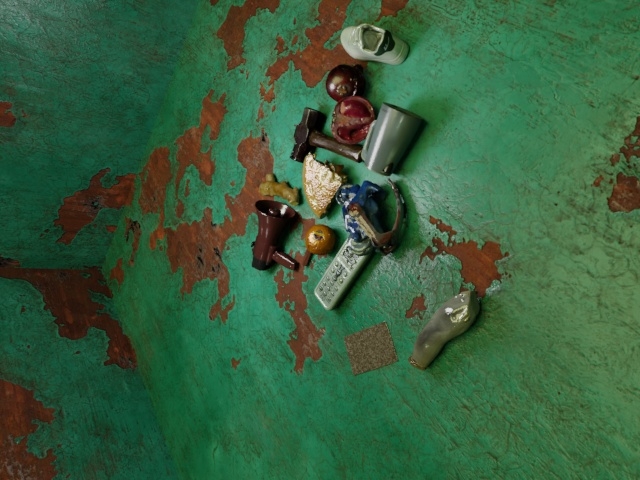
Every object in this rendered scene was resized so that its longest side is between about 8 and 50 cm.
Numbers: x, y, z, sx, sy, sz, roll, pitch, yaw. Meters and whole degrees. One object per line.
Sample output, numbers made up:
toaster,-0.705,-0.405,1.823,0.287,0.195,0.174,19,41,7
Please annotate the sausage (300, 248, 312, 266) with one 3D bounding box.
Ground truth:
sausage,-0.052,0.052,2.019,0.030,0.035,0.147,29,109,22

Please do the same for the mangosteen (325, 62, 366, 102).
mangosteen,0.106,-0.653,1.855,0.166,0.166,0.180,-29,40,40

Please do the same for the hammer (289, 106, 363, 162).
hammer,0.043,-0.413,1.950,0.408,0.095,0.243,30,107,37

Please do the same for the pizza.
pizza,0.027,-0.244,1.914,0.228,0.081,0.290,-11,94,40

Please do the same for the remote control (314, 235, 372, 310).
remote control,0.093,0.132,1.845,0.128,0.065,0.335,51,121,37

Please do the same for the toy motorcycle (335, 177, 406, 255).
toy motorcycle,0.198,-0.096,1.723,0.182,0.241,0.319,96,163,-67

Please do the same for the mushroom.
mushroom,0.404,0.301,1.501,0.351,0.097,0.109,-57,48,30

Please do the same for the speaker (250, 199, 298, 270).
speaker,-0.203,-0.002,2.138,0.259,0.198,0.330,12,114,6

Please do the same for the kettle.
kettle,0.243,-0.384,1.695,0.210,0.159,0.243,49,125,43

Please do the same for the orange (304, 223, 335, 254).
orange,-0.002,-0.001,1.917,0.135,0.117,0.136,-1,69,2

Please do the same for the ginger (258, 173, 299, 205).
ginger,-0.195,-0.235,2.168,0.298,0.065,0.118,31,95,42

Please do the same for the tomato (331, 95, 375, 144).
tomato,0.130,-0.487,1.829,0.099,0.173,0.189,-90,8,-75

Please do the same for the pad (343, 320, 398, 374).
pad,0.191,0.422,1.761,0.235,0.003,0.158,-32,64,39

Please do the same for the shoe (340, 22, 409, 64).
shoe,0.172,-0.796,1.791,0.363,0.160,0.132,37,110,40
